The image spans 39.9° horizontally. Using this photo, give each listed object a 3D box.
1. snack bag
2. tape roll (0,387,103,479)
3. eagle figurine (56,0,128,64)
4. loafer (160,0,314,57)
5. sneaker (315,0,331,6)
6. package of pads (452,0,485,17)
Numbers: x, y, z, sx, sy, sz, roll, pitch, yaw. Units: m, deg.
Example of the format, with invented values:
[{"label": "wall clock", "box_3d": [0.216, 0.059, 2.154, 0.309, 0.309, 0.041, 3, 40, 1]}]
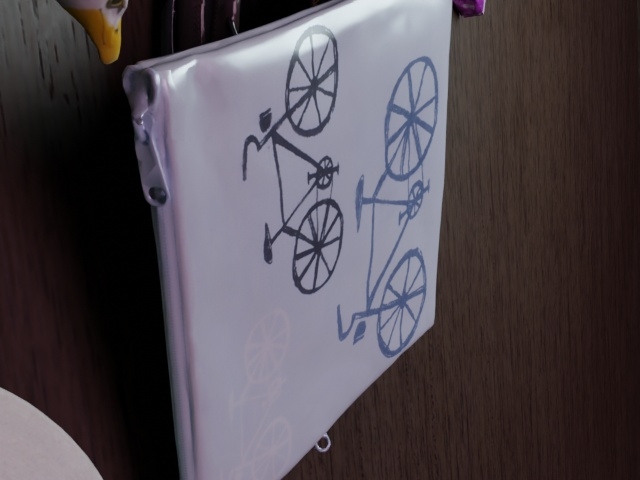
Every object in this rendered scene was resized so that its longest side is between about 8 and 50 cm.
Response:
[{"label": "snack bag", "box_3d": [0.000, 0.000, 0.590, 0.342, 0.037, 0.323, -37, 135, -48]}, {"label": "tape roll", "box_3d": [-0.206, 0.228, 0.300, 0.392, 0.072, 0.392, 0, 91, -61]}, {"label": "eagle figurine", "box_3d": [-0.105, -0.177, 0.339, 0.298, 0.226, 0.225, -51, 173, -27]}, {"label": "loafer", "box_3d": [-0.041, -0.145, 0.566, 0.109, 0.095, 0.302, -25, 112, -59]}, {"label": "sneaker", "box_3d": [0.010, -0.159, 0.692, 0.083, 0.084, 0.215, -1, 88, -48]}, {"label": "package of pads", "box_3d": [0.175, -0.308, 1.027, 0.050, 0.032, 0.083, 34, 61, -54]}]
